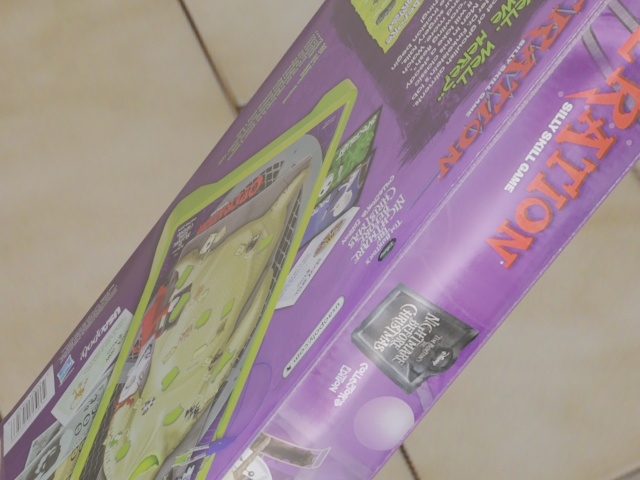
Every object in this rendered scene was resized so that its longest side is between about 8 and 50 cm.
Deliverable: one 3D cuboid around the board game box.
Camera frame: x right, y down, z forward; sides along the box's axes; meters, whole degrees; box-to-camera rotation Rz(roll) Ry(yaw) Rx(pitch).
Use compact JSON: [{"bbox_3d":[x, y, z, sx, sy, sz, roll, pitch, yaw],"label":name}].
[{"bbox_3d":[0.000,0.000,0.579,0.056,0.208,0.347,34,105,-18],"label":"board game box"}]
